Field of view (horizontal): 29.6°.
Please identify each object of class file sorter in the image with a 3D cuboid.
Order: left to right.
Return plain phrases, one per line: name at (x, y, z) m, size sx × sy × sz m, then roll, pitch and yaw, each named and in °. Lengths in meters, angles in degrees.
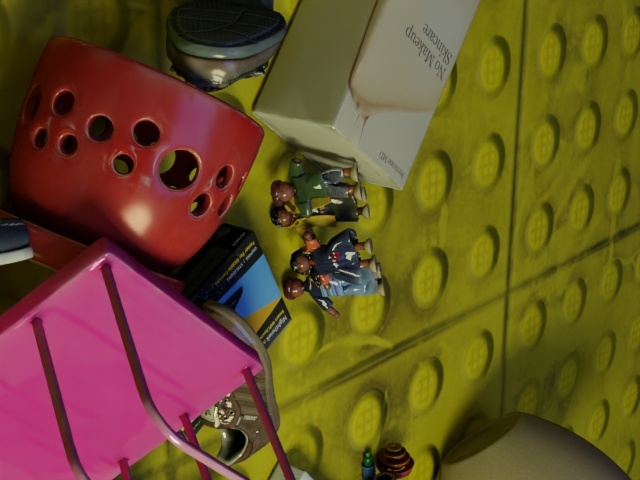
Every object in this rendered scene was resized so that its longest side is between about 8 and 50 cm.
file sorter at (-0.189, 0.187, 0.904) m, size 0.291 × 0.182 × 0.202 m, roll -37°, pitch 135°, yaw 10°

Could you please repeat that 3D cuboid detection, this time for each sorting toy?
sorting toy at (0.081, 0.285, 1.512) m, size 0.102 × 0.061 × 0.042 m, roll -56°, pitch 144°, yaw -60°

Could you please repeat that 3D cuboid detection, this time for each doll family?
doll family at (0.000, 0.000, 1.277) m, size 0.076 × 0.111 × 0.193 m, roll -69°, pitch 148°, yaw -73°

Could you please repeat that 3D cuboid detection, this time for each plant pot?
plant pot at (-0.161, -0.049, 0.979) m, size 0.191 × 0.191 × 0.174 m, roll 25°, pitch 85°, yaw -53°
plant pot at (0.270, 0.346, 1.642) m, size 0.284 × 0.284 × 0.191 m, roll -35°, pitch 92°, yaw -41°

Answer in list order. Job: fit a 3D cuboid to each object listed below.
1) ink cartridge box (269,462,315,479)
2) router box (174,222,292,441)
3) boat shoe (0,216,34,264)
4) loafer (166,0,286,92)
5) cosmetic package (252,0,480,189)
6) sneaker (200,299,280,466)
ink cartridge box at (-0.038, 0.402, 1.410) m, size 0.224 × 0.045 × 0.223 m, roll -60°, pitch 141°, yaw -19°
router box at (-0.113, 0.090, 1.205) m, size 0.179 × 0.046 × 0.133 m, roll -49°, pitch 137°, yaw -30°
boat shoe at (-0.323, -0.018, 0.830) m, size 0.254 × 0.095 × 0.079 m, roll 2°, pitch 85°, yaw -26°
loafer at (-0.079, -0.164, 1.037) m, size 0.267 × 0.096 × 0.084 m, roll -88°, pitch -174°, yaw -66°
cosmetic package at (0.066, -0.229, 1.276) m, size 0.160 × 0.113 × 0.309 m, roll 35°, pitch 73°, yaw -52°
sneaker at (-0.087, 0.144, 1.163) m, size 0.071 × 0.066 × 0.188 m, roll -45°, pitch 136°, yaw -32°
